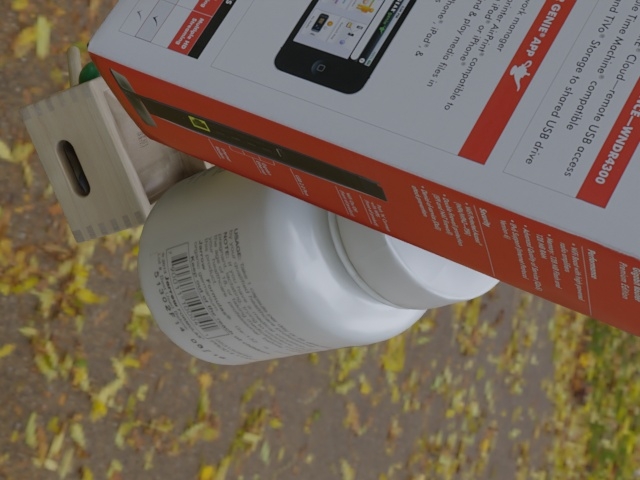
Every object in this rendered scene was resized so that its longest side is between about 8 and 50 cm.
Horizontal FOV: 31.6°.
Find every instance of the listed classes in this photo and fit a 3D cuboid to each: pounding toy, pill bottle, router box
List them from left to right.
[{"bbox_3d":[-0.166,-0.087,0.883,0.130,0.100,0.141,-42,114,-59],"label":"pounding toy"},{"bbox_3d":[0.000,0.000,0.670,0.131,0.229,0.131,9,75,-36],"label":"pill bottle"},{"bbox_3d":[0.104,-0.153,0.540,0.335,0.301,0.082,-58,153,-16],"label":"router box"}]
